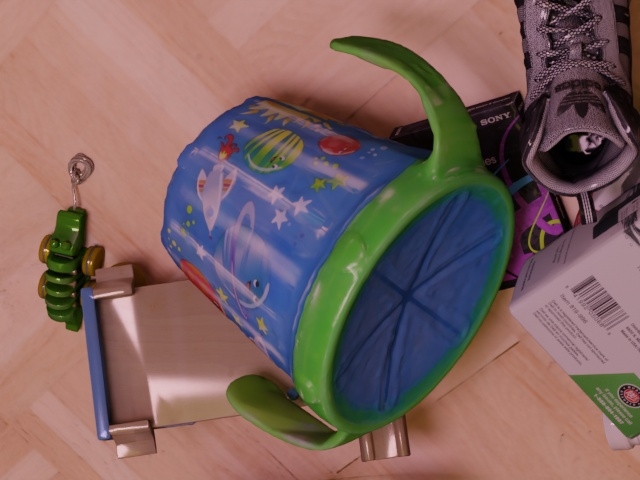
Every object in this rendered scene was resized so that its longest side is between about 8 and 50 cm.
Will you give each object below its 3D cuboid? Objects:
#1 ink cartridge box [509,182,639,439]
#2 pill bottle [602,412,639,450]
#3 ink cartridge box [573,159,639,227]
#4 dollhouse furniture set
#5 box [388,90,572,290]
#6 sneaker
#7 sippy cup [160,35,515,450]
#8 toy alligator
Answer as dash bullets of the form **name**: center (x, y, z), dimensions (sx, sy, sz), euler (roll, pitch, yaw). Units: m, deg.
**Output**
- **ink cartridge box**: center (0.275, 0.033, 1.119), dimensions (0.208, 0.087, 0.153), euler (-36, 102, 30)
- **pill bottle**: center (0.300, 0.145, 1.220), dimensions (0.120, 0.067, 0.067), euler (-10, 113, 22)
- **ink cartridge box**: center (0.279, -0.041, 1.165), dimensions (0.099, 0.056, 0.135), euler (30, 121, 2)
- **dollhouse furniture set**: center (-0.054, 0.154, 1.374), dimensions (0.286, 0.198, 0.304), euler (-10, 82, 0)
- **box**: center (0.140, -0.035, 1.231), dimensions (0.116, 0.029, 0.162), euler (-16, 108, 25)
- **sneaker**: center (0.187, -0.143, 1.067), dimensions (0.101, 0.153, 0.269), euler (-7, 124, 11)
- **sippy cup**: center (0.000, 0.000, 1.178), dimensions (0.224, 0.240, 0.305), euler (33, 83, 30)
- **toy alligator**: center (-0.238, 0.013, 1.369), dimensions (0.056, 0.051, 0.190), euler (14, 120, 11)
